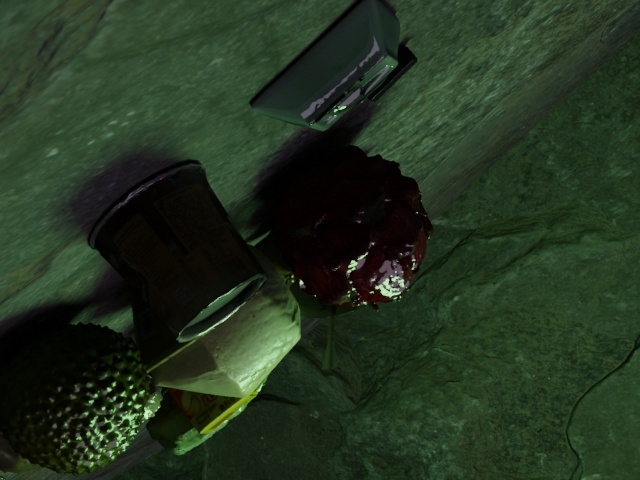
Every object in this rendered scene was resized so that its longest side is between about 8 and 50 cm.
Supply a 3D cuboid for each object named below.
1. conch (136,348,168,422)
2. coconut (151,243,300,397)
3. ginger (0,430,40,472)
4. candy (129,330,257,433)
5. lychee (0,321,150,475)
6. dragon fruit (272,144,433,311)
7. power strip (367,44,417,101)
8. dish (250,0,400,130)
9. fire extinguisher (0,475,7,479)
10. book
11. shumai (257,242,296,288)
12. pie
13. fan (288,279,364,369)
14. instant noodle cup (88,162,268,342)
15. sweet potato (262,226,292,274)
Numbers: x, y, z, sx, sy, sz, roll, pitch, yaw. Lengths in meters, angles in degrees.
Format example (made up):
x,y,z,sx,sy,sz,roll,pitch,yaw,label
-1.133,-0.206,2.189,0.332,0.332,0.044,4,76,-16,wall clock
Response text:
x,y,z,sx,sy,sz,roll,pitch,yaw,label
-0.440,0.329,2.128,0.245,0.163,0.178,-9,175,41,conch
-0.205,0.170,1.829,0.329,0.329,0.329,-37,170,-8,coconut
-0.546,0.348,1.883,0.304,0.155,0.244,-39,167,-51,ginger
-0.279,0.274,2.063,0.146,0.276,0.088,-38,166,5,candy
-0.428,0.273,1.626,0.270,0.270,0.320,-36,135,-14,lychee
0.062,-0.028,1.842,0.329,0.329,0.329,-37,170,-8,dragon fruit
0.119,-0.293,1.642,0.111,0.038,0.029,-43,168,18,power strip
0.030,-0.247,1.421,0.243,0.080,0.182,-40,170,14,dish
-0.806,0.564,2.033,0.252,0.075,0.106,-32,138,-37,fire extinguisher
-0.268,0.120,1.672,0.018,0.170,0.241,7,151,-40,book
-0.091,0.060,2.233,0.206,0.166,0.175,-26,-164,-4,shumai
-0.242,0.317,2.259,0.395,0.180,0.418,-39,-159,16,pie
0.029,0.141,1.906,0.233,0.012,0.415,-11,-152,13,fan
-0.206,0.025,1.429,0.217,0.207,0.217,-36,168,-9,instant noodle cup
-0.001,-0.031,2.081,0.369,0.158,0.158,-35,170,3,sweet potato
